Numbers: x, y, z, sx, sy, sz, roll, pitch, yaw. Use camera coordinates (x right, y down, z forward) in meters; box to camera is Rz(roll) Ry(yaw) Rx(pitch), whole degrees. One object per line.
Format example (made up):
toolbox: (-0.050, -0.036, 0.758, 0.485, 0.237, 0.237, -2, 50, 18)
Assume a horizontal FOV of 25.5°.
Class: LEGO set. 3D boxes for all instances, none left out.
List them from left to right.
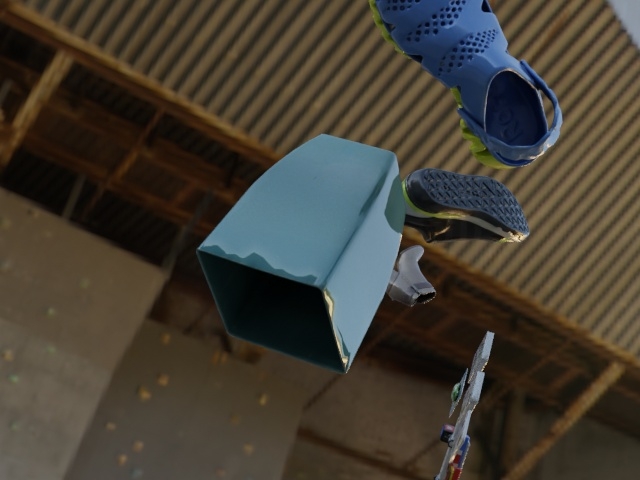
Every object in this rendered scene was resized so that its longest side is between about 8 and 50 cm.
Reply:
LEGO set: (0.208, 0.266, 2.008, 0.060, 0.182, 0.244, 18, -35, 1)

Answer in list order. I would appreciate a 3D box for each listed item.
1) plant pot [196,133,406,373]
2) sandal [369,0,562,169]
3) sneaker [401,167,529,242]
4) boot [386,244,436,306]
plant pot: (0.000, 0.000, 1.663, 0.166, 0.234, 0.165, 17, -35, 25)
sandal: (0.176, -0.202, 1.585, 0.126, 0.138, 0.317, -43, -68, -1)
sneaker: (0.177, -0.038, 1.902, 0.235, 0.084, 0.097, 17, -41, -36)
boot: (0.144, 0.059, 2.181, 0.087, 0.118, 0.042, 39, -40, 27)
